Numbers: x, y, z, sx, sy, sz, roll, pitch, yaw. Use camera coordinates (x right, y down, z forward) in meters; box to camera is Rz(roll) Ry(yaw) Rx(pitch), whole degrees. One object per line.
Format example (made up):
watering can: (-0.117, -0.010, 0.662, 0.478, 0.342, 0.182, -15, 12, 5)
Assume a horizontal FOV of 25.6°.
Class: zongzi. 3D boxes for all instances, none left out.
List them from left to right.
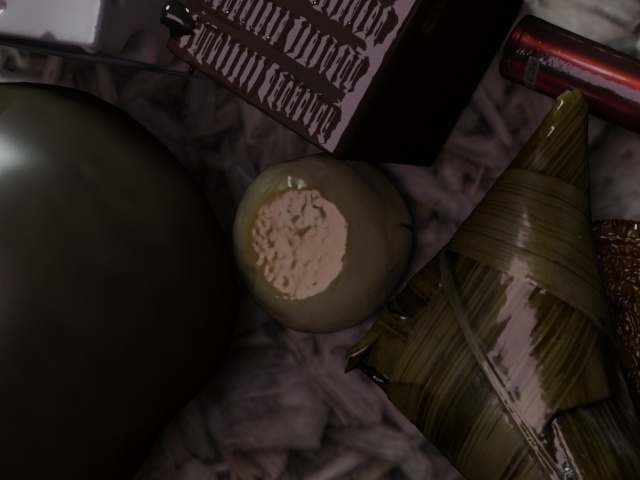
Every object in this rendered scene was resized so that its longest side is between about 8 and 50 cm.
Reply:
zongzi: (0.195, 0.071, 1.057, 0.286, 0.134, 0.288, 43, 113, 23)

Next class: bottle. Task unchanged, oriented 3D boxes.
bottle: (0.226, -0.124, 1.111, 0.164, 0.060, 0.060, 27, 100, 22)

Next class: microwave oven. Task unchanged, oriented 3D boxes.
microwave oven: (0.027, -0.178, 1.098, 0.178, 0.247, 0.188, 31, 103, 18)

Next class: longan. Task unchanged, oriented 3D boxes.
longan: (-0.264, 0.059, 1.183, 0.404, 0.336, 0.405, -1, 117, -3)

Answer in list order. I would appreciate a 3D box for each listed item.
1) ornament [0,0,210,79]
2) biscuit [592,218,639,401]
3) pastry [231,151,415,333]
ornament: (-0.208, -0.276, 1.202, 0.239, 0.240, 0.240, 10, 94, 23)
biscuit: (0.269, 0.078, 1.105, 0.126, 0.025, 0.206, -12, 85, 23)
pastry: (0.000, 0.000, 1.192, 0.156, 0.092, 0.156, 1, 92, 17)
